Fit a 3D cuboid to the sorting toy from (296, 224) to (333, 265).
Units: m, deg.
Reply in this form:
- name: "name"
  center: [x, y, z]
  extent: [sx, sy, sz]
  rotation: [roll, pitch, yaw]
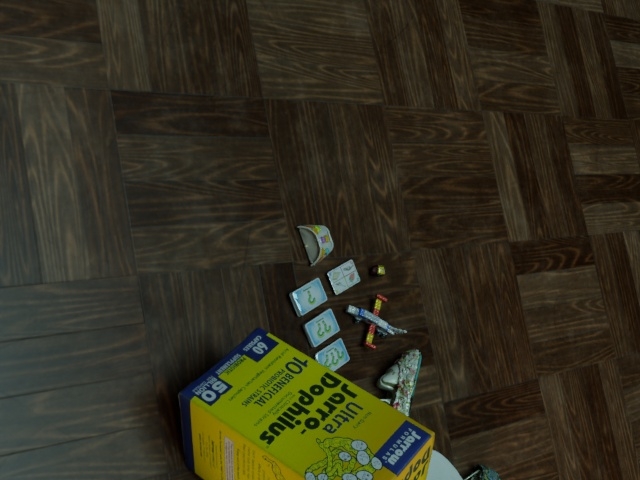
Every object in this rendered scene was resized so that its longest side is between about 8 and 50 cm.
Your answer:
- name: "sorting toy"
  center: [0.000, 0.000, 1.739]
  extent: [0.075, 0.045, 0.083]
  rotation: [-20, 91, -60]

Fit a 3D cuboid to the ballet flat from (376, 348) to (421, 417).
- name: "ballet flat"
  center: [0.143, 0.315, 1.736]
  extent: [0.077, 0.091, 0.241]
  rotation: [21, 59, -8]

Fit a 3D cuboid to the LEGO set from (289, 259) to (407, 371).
- name: "LEGO set"
  center: [0.068, 0.138, 1.739]
  extent: [0.244, 0.060, 0.182]
  rotation: [-28, 99, -40]

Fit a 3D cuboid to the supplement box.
- name: "supplement box"
  center: [-0.027, 0.333, 1.390]
  extent: [0.194, 0.356, 0.195]
  rotation: [-39, 145, -39]

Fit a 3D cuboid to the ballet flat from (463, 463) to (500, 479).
- name: "ballet flat"
  center: [0.304, 0.540, 1.820]
  extent: [0.188, 0.070, 0.070]
  rotation: [-43, 105, -41]

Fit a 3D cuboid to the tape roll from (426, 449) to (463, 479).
- name: "tape roll"
  center: [0.204, 0.539, 1.633]
  extent: [0.286, 0.100, 0.286]
  rotation: [44, 30, -34]
